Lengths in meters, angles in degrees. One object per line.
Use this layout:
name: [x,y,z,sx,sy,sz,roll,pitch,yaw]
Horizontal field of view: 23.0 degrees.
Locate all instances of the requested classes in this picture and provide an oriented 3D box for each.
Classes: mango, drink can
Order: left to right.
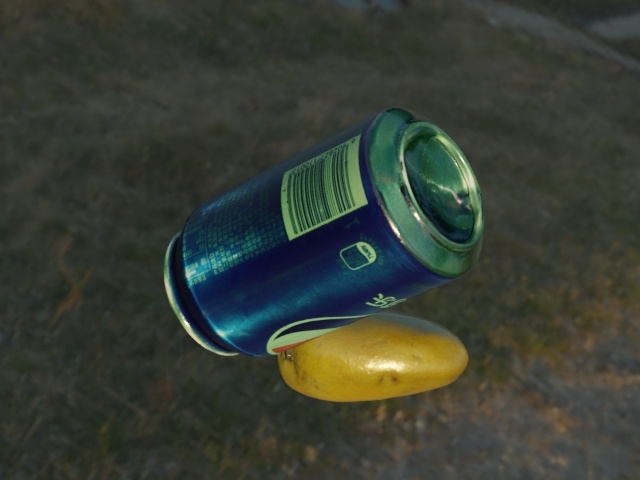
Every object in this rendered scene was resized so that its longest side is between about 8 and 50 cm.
drink can: [0.000,0.000,1.023,0.118,0.205,0.118,30,49,-41]
mango: [0.051,0.111,1.591,0.195,0.098,0.137,-2,2,8]
